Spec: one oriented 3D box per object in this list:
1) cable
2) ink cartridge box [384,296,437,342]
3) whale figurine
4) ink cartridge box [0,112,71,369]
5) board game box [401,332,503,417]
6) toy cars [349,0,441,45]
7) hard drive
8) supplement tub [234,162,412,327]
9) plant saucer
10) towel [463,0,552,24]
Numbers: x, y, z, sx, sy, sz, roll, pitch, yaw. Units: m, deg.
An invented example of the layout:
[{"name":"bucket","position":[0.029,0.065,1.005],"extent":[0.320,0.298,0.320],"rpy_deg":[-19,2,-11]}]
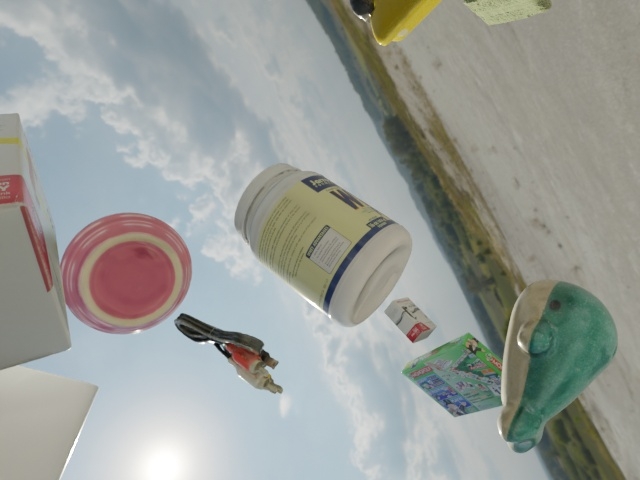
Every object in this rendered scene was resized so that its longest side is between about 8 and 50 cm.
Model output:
[{"name":"cable","position":[-0.197,0.206,0.885],"extent":[0.072,0.286,0.140],"rpy_deg":[-58,-28,-30]},{"name":"ink cartridge box","position":[0.280,0.245,1.428],"extent":[0.099,0.056,0.135],"rpy_deg":[-1,-140,-50]},{"name":"whale figurine","position":[0.359,0.195,0.700],"extent":[0.272,0.141,0.216],"rpy_deg":[-61,-41,-21]},{"name":"ink cartridge box","position":[-0.546,-0.018,0.762],"extent":[0.385,0.160,0.280],"rpy_deg":[46,142,45]},{"name":"board game box","position":[0.391,0.385,1.272],"extent":[0.213,0.317,0.046],"rpy_deg":[41,-125,2]},{"name":"toy cars","position":[0.018,-0.313,0.443],"extent":[0.087,0.177,0.394],"rpy_deg":[-7,-144,-34]},{"name":"hard drive","position":[-0.517,0.356,0.709],"extent":[0.210,0.040,0.319],"rpy_deg":[20,-134,-15]},{"name":"supplement tub","position":[0.000,0.000,0.960],"extent":[0.324,0.236,0.235],"rpy_deg":[36,-178,24]},{"name":"plant saucer","position":[-0.496,0.095,1.200],"extent":[0.084,0.332,0.332],"rpy_deg":[21,148,57]},{"name":"towel","position":[0.379,-0.484,0.932],"extent":[0.109,0.148,0.027],"rpy_deg":[12,-89,-38]}]
